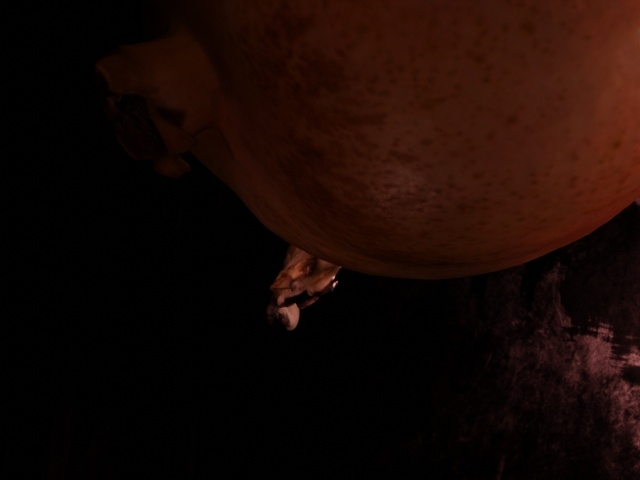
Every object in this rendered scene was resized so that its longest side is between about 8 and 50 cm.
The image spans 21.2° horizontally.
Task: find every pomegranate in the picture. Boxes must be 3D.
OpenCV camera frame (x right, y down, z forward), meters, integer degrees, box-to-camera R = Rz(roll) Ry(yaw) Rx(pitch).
[{"bbox_3d":[0.045,-0.123,0.745,0.319,0.319,0.319,8,90,-85],"label":"pomegranate"}]

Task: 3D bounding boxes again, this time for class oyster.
[{"bbox_3d":[0.000,0.000,1.511,0.163,0.081,0.191,-51,176,6],"label":"oyster"}]
